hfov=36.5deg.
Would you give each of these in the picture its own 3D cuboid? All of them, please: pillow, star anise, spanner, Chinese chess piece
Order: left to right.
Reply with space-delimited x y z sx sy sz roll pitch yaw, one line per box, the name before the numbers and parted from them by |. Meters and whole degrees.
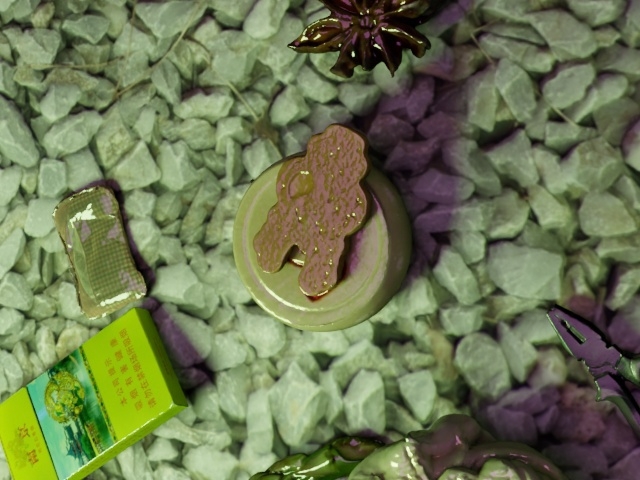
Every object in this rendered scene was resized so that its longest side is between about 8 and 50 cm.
pillow | -0.369 0.018 1.604 0.135 0.034 0.211 -25 82 23
Chinese chess piece | 0.000 0.000 1.415 0.273 0.102 0.273 1 92 22
star anise | 0.071 -0.327 1.381 0.220 0.099 0.214 26 88 24
spanner | 0.425 0.204 1.285 0.325 0.040 0.095 45 108 13

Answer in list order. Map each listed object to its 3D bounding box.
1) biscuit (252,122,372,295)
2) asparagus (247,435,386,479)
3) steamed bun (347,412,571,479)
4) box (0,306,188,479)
biscuit | -0.004 -0.047 1.342 0.144 0.040 0.236 26 100 11
asparagus | -0.036 0.359 1.462 0.287 0.080 0.080 -33 80 21
steamed bun | 0.195 0.382 1.302 0.320 0.206 0.275 20 85 20
box | -0.382 0.275 1.578 0.335 0.047 0.187 -36 65 16
